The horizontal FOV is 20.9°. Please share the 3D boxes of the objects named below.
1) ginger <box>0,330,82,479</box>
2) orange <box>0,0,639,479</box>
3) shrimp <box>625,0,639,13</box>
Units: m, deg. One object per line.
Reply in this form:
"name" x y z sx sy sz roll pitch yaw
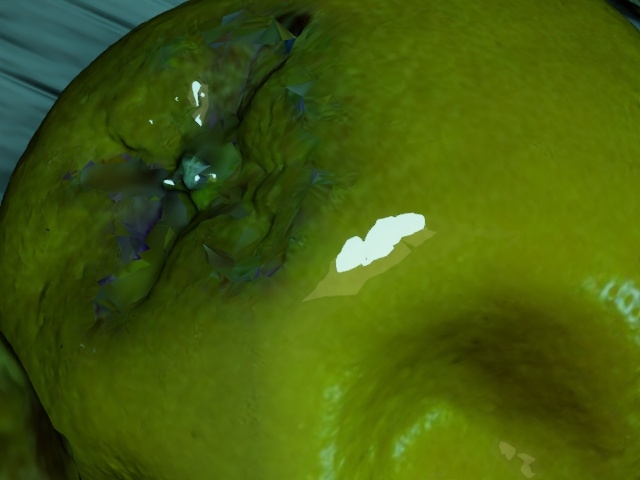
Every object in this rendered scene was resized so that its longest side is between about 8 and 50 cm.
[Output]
"ginger" -0.186 0.098 0.544 0.152 0.357 0.274 -31 78 -37
"orange" 0.000 0.000 0.571 0.249 0.249 0.183 -46 140 -1
"shrimp" 0.033 -0.152 0.631 0.296 0.058 0.169 46 61 -4
